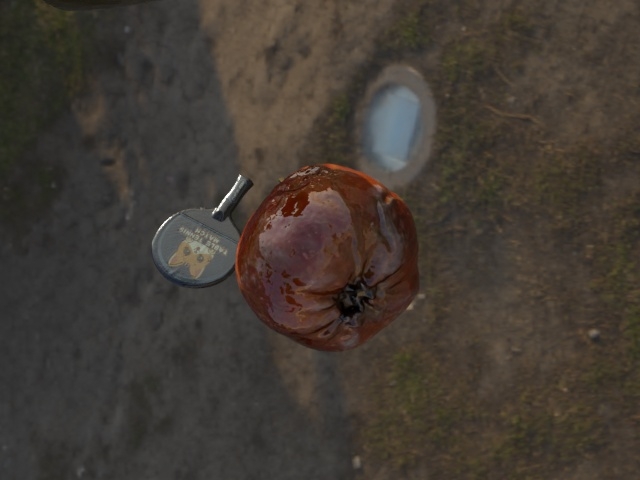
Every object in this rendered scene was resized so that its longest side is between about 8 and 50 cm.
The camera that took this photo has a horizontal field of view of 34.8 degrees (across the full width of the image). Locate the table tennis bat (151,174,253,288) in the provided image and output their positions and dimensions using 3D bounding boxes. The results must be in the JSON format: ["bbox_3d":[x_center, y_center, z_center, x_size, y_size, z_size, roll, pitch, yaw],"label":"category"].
[{"bbox_3d":[-0.185,-0.018,1.716,0.150,0.236,0.027,27,151,10],"label":"table tennis bat"}]

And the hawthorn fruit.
[{"bbox_3d":[0.000,0.000,1.303,0.242,0.241,0.272,-63,33,24],"label":"hawthorn fruit"}]

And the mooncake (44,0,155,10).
[{"bbox_3d":[-0.248,-0.410,1.182,0.155,0.284,0.285,-4,85,18],"label":"mooncake"}]
